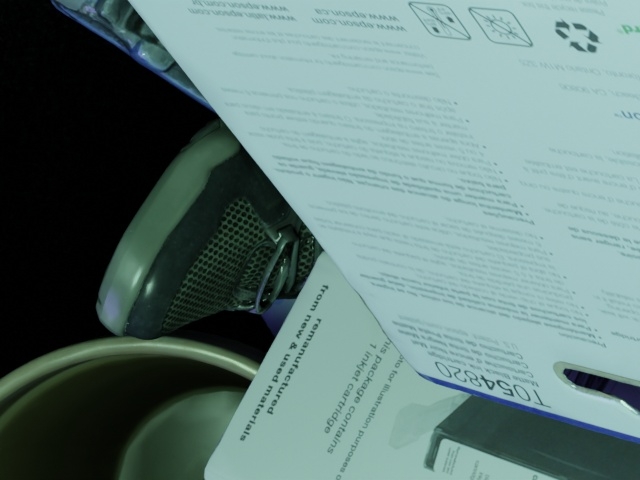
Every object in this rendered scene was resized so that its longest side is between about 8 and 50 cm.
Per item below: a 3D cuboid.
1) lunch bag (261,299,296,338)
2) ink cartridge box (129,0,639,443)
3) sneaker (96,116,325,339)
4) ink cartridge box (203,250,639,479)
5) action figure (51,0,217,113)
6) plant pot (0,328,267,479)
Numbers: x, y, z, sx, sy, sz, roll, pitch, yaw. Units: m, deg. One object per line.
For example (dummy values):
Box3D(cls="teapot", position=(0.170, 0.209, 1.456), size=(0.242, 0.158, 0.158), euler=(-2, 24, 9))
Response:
Box3D(cls="lunch bag", position=(0.122, 0.085, 1.177), size=(0.385, 0.239, 0.328), euler=(25, 151, 58))
Box3D(cls="ink cartridge box", position=(0.069, -0.018, 0.467), size=(0.223, 0.045, 0.224), euler=(13, 150, 42))
Box3D(cls="sneaker", position=(0.000, 0.000, 0.764), size=(0.130, 0.087, 0.227), euler=(35, -148, 14))
Box3D(cls="ink cartridge box", position=(0.122, 0.117, 0.641), size=(0.273, 0.114, 0.197), euler=(17, 165, 47))
Box3D(cls="action figure", position=(0.040, -0.100, 0.673), size=(0.341, 0.178, 0.330), euler=(30, -172, -27))
Box3D(cls="plant pot", position=(-0.087, 0.208, 1.135), size=(0.323, 0.323, 0.280), euler=(58, -172, 1))
